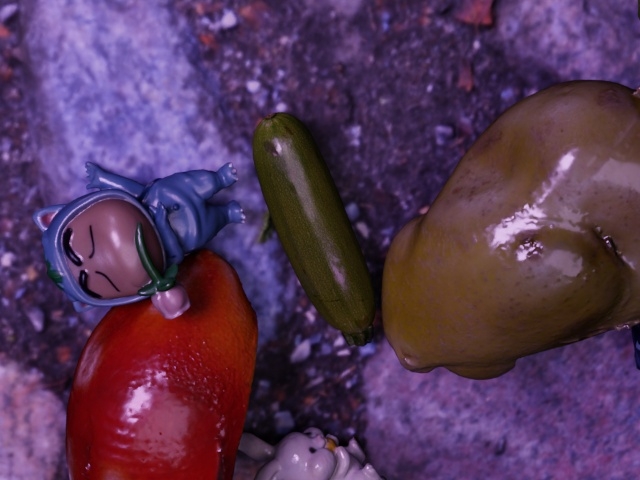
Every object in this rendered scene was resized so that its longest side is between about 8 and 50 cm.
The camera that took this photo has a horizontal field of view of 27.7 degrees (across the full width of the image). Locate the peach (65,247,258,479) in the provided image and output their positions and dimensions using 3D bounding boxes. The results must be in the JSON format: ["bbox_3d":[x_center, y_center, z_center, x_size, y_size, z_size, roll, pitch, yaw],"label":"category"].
[{"bbox_3d":[-0.138,0.144,1.128,0.159,0.154,0.267,11,107,-18],"label":"peach"}]

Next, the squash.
[{"bbox_3d":[0.000,0.000,1.163,0.066,0.066,0.252,-26,115,-6],"label":"squash"}]

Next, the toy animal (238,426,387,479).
[{"bbox_3d":[-0.008,0.214,1.239,0.124,0.071,0.085,32,117,-32],"label":"toy animal"}]

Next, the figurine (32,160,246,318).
[{"bbox_3d":[-0.142,-0.006,1.085,0.178,0.144,0.114,-25,119,-19],"label":"figurine"}]

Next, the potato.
[{"bbox_3d":[0.200,-0.003,1.158,0.351,0.202,0.218,-44,127,17],"label":"potato"}]

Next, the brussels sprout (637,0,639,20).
[{"bbox_3d":[0.368,-0.226,1.158,0.151,0.122,0.149,-44,118,3],"label":"brussels sprout"}]

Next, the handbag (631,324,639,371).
[{"bbox_3d":[0.434,0.077,1.291,0.260,0.113,0.162,-11,118,-5],"label":"handbag"}]
